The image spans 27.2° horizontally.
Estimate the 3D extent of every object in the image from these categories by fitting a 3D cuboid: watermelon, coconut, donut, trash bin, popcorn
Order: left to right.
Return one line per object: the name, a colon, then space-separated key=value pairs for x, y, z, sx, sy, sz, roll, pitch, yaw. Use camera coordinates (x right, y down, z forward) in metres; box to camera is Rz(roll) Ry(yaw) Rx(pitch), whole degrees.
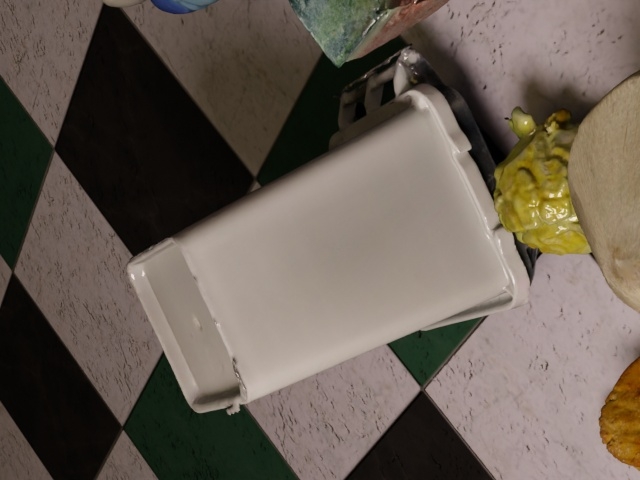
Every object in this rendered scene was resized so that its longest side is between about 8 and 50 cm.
trash bin: x=0.000 y=0.000 z=1.364 sx=0.256 sy=0.367 sz=0.296 roll=-20 pitch=94 yaw=64
watermelon: x=0.089 y=-0.296 z=1.236 sx=0.226 sy=0.318 sz=0.148 roll=27 pitch=141 yaw=-19
popcorn: x=0.231 y=-0.055 z=1.273 sx=0.141 sy=0.135 sz=0.162 roll=-2 pitch=111 yaw=58
donut: x=0.342 y=0.162 z=1.259 sx=0.058 sy=0.152 sz=0.152 roll=42 pitch=152 yaw=-29
coconut: x=0.319 y=-0.041 z=1.069 sx=0.237 sy=0.266 sz=0.237 roll=23 pitch=130 yaw=31

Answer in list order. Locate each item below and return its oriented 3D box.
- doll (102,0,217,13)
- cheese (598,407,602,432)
doll: x=-0.162 y=-0.395 z=1.499 sx=0.365 sy=0.187 sz=0.376 roll=38 pitch=154 yaw=41
cheese: x=0.374 y=0.220 z=1.315 sx=0.227 sy=0.064 sz=0.137 roll=24 pitch=125 yaw=42
